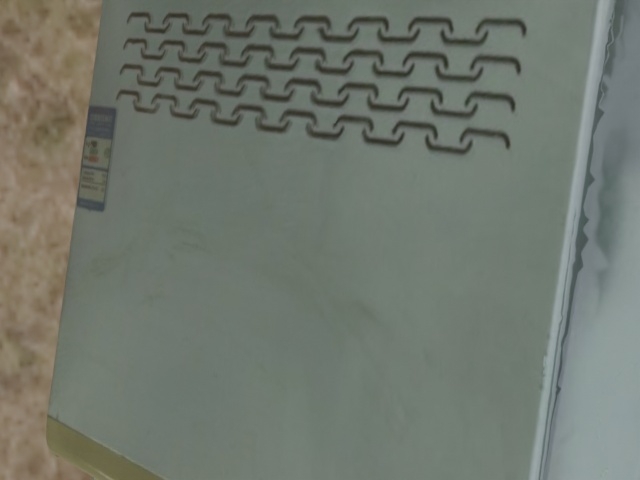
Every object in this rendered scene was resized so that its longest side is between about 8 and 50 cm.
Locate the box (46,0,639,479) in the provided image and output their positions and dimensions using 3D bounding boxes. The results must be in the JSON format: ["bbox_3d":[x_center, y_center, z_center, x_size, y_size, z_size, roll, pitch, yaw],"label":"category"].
[{"bbox_3d":[0.000,0.000,0.490,0.045,0.211,0.270,7,-178,-33],"label":"box"}]
